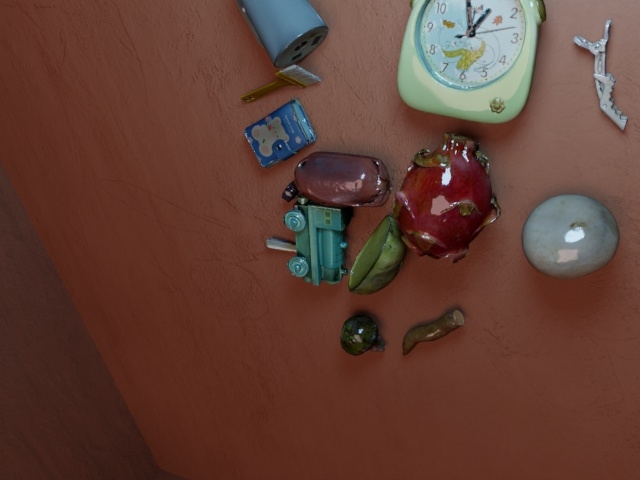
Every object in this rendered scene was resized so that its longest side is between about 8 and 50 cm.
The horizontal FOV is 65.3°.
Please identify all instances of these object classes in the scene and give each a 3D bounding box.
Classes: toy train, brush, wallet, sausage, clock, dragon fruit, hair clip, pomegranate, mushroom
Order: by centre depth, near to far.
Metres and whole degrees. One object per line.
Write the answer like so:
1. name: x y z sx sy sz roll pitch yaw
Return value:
1. hair clip: 0.576 -0.326 1.021 0.072 0.034 0.226 -7 116 38
2. clock: 0.323 -0.437 1.055 0.286 0.117 0.349 18 125 22
3. mushroom: 0.571 0.003 1.142 0.204 0.204 0.204 15 125 23
4. dragon fruit: 0.304 -0.093 1.214 0.250 0.250 0.315 37 112 7
5. sausage: 0.057 -0.164 1.364 0.279 0.152 0.152 9 122 26
6. brush: -0.128 -0.423 1.374 0.272 0.103 0.014 -6 77 43
7. wallet: -0.117 -0.304 1.448 0.202 0.059 0.141 -20 99 37
8. toy train: 0.000 0.000 1.520 0.194 0.120 0.298 8 120 20
9. pomegranate: 0.140 0.323 1.632 0.163 0.125 0.138 42 119 2
10. brush: -0.094 0.021 1.658 0.178 0.030 0.033 10 114 14

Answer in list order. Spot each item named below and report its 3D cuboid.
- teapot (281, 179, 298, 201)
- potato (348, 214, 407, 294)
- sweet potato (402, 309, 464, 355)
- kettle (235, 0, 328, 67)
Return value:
1. teapot: -0.085 -0.145 1.523 0.045 0.068 0.100 39 166 3
2. potato: 0.179 0.066 1.449 0.111 0.160 0.272 21 131 -12
3. sweet potato: 0.327 0.285 1.536 0.067 0.059 0.281 22 142 -27
4. kettle: -0.119 -0.568 1.250 0.243 0.159 0.210 57 159 0
